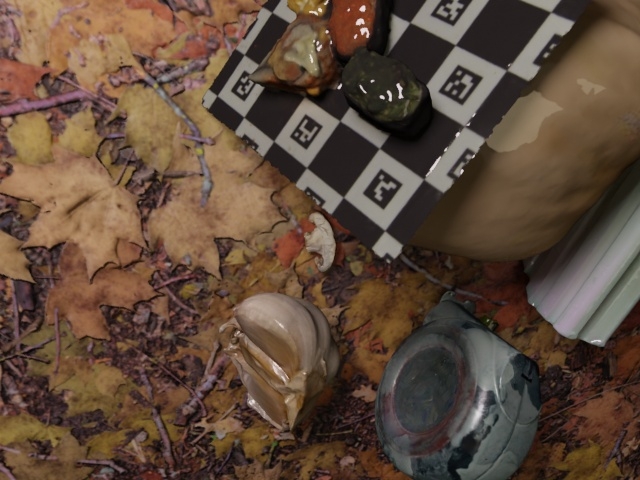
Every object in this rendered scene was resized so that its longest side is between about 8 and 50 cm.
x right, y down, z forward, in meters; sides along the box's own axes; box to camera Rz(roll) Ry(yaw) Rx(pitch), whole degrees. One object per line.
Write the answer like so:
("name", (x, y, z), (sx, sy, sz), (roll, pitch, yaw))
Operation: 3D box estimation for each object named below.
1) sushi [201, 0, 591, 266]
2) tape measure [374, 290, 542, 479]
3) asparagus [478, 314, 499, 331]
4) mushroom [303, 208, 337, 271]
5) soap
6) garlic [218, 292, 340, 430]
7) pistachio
("sushi", (0.039, -0.219, 0.528), (0.343, 0.359, 0.064), (-53, 150, 10))
("tape measure", (0.215, 0.248, 0.796), (0.147, 0.256, 0.275), (30, 96, -23))
("asparagus", (0.268, 0.209, 0.917), (0.036, 0.030, 0.165), (17, 107, -30))
("mushroom", (-0.001, 0.000, 0.775), (0.049, 0.019, 0.101), (-11, 111, -10))
("soap", (0.442, -0.001, 0.789), (0.095, 0.173, 0.289), (17, 111, -20))
("garlic", (-0.049, 0.166, 0.773), (0.143, 0.178, 0.229), (-31, 139, -34))
("pistachio", (0.200, -0.147, 0.637), (0.445, 0.281, 0.365), (-15, 103, 14))
